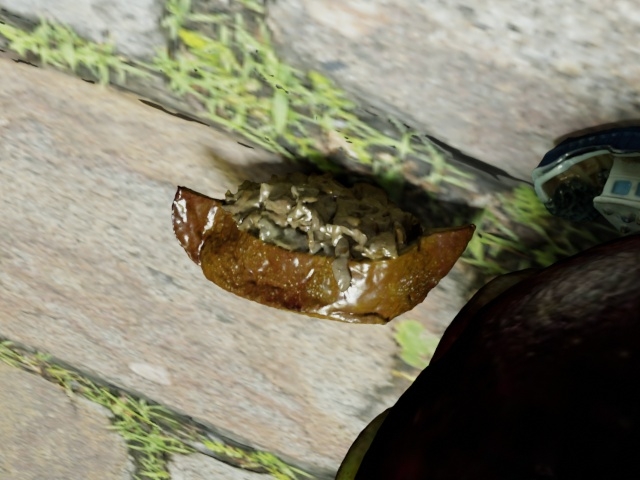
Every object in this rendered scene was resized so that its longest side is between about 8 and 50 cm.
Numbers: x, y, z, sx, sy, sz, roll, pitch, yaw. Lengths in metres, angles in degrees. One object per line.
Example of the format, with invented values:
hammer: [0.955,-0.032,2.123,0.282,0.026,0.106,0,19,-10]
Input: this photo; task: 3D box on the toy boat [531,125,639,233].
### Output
toy boat: [0.109,-0.020,0.645,0.083,0.038,0.038,-8,137,48]

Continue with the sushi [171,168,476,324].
sushi: [0.000,0.000,0.747,0.120,0.055,0.052,15,-164,34]

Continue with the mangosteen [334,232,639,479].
mangosteen: [0.136,0.121,0.633,0.297,0.313,0.297,-4,129,-6]
